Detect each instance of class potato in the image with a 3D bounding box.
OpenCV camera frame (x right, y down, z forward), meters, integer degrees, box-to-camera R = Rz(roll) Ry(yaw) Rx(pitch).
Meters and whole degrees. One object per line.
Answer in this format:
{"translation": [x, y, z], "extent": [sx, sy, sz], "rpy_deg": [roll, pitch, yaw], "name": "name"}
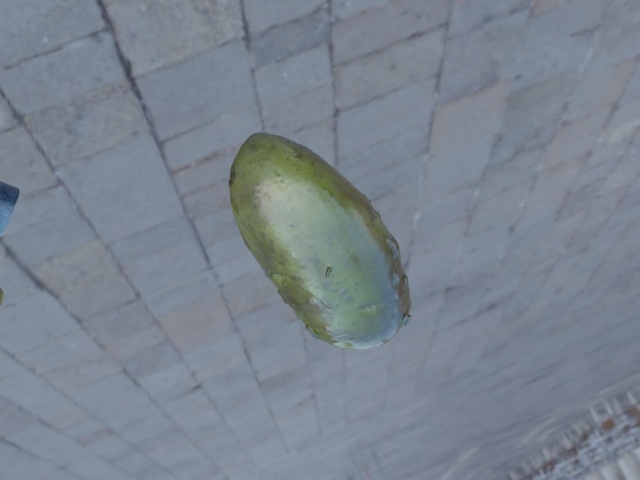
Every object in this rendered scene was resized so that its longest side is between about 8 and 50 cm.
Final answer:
{"translation": [0.000, 0.000, 1.090], "extent": [0.176, 0.298, 0.141], "rpy_deg": [-5, -148, 45], "name": "potato"}

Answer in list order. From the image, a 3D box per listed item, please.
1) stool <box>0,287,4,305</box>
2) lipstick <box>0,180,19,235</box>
{"translation": [-0.404, 0.060, 0.969], "extent": [0.135, 0.110, 0.134], "rpy_deg": [-19, -146, 46], "name": "stool"}
{"translation": [-0.376, -0.068, 0.794], "extent": [0.234, 0.053, 0.053], "rpy_deg": [26, 132, -29], "name": "lipstick"}
